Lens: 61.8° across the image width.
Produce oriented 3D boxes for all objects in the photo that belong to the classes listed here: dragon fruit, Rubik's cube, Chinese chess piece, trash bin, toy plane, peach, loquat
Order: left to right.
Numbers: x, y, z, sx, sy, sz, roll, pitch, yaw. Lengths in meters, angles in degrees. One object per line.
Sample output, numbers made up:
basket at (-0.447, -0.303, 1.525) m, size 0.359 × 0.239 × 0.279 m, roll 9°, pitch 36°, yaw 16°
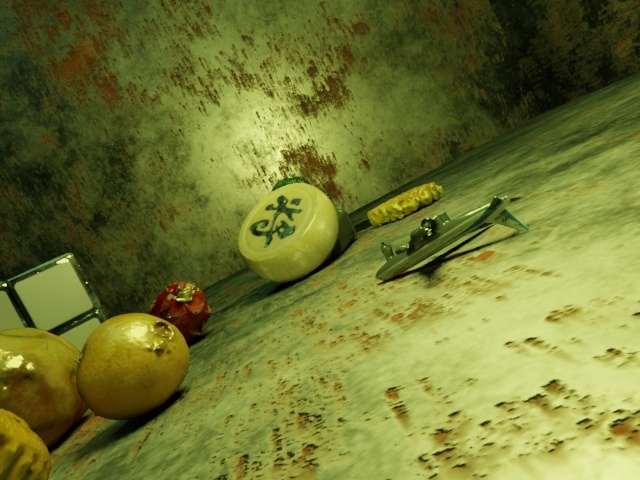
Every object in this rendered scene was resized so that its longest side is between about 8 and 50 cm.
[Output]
peach at (-0.456, 0.236, 0.817) m, size 0.214 × 0.214 × 0.235 m, roll -25°, pitch -13°, yaw 30°
Rubik's cube at (-0.689, 0.245, 1.283) m, size 0.316 × 0.314 × 0.318 m, roll -30°, pitch 5°, yaw -33°
loquat at (-0.243, 0.161, 0.693) m, size 0.141 × 0.141 × 0.141 m, roll -27°, pitch 4°, yaw 2°
dragon fruit at (-0.310, 0.177, 1.164) m, size 0.125 × 0.125 × 0.246 m, roll -45°, pitch -1°, yaw -33°
Chinese chess piece at (-0.078, -0.020, 1.296) m, size 0.257 × 0.104 × 0.257 m, roll -23°, pitch 42°, yaw 22°
trash bin at (0.000, 0.000, 1.453) m, size 0.176 × 0.101 × 0.236 m, roll -25°, pitch 6°, yaw 16°
toy plane at (0.154, -0.002, 0.695) m, size 0.226 × 0.058 × 0.225 m, roll -24°, pitch -11°, yaw 38°

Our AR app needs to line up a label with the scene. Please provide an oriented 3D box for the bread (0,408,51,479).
bread at (-0.375, 0.217, 0.488) m, size 0.239 × 0.240 × 0.139 m, roll -24°, pitch 47°, yaw 38°

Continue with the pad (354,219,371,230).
pad at (0.170, -0.063, 1.809) m, size 0.202 × 0.005 × 0.299 m, roll -30°, pitch 4°, yaw -39°

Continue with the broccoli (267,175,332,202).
broccoli at (-0.068, -0.062, 1.725) m, size 0.297 × 0.298 × 0.297 m, roll -25°, pitch -17°, yaw 32°

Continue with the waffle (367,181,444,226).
waffle at (0.241, -0.104, 1.483) m, size 0.160 × 0.055 × 0.211 m, roll -28°, pitch 5°, yaw -23°
